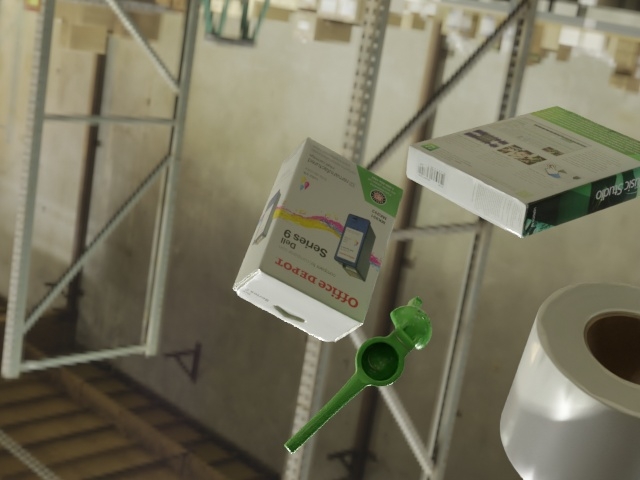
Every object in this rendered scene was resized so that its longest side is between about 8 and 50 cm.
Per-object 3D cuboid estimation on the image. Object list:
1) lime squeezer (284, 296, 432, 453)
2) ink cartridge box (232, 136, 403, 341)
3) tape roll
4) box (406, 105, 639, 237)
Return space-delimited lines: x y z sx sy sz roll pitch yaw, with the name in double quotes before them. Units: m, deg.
"lime squeezer" 0.067 0.130 1.275 0.110 0.059 0.310 -18 -162 43
"ink cartridge box" 0.000 0.000 1.391 0.154 0.212 0.093 29 150 -14
"tape roll" 0.347 0.186 1.264 0.246 0.169 0.246 8 -145 -6
"box" 0.319 -0.107 1.563 0.322 0.059 0.232 -18 -145 -33
